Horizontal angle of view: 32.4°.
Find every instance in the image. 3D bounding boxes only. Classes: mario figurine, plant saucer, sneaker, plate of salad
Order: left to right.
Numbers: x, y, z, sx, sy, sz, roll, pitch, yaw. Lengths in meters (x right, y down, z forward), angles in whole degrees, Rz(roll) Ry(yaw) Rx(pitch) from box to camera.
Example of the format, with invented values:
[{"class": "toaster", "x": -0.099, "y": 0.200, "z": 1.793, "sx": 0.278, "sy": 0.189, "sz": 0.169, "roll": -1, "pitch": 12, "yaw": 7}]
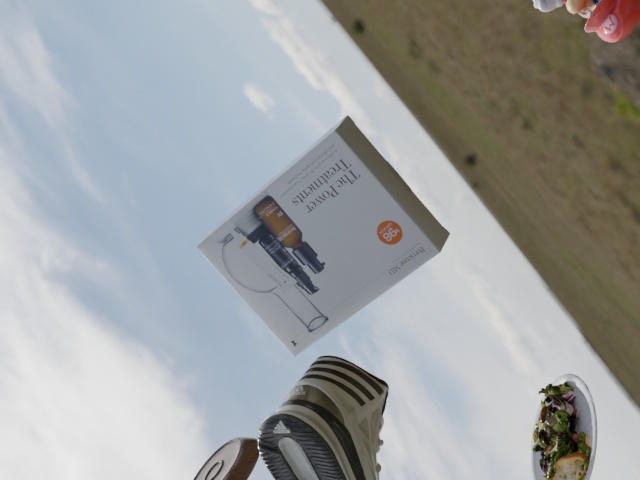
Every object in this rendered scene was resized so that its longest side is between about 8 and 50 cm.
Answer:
[{"class": "plant saucer", "x": -0.161, "y": 0.375, "z": 1.752, "sx": 0.029, "sy": 0.168, "sz": 0.168, "roll": 41, "pitch": -169, "yaw": -15}, {"class": "sneaker", "x": 0.075, "y": 0.375, "z": 1.731, "sx": 0.257, "sy": 0.169, "sz": 0.447, "roll": -52, "pitch": -51, "yaw": -48}, {"class": "plate of salad", "x": 0.338, "y": 0.289, "z": 1.581, "sx": 0.048, "sy": 0.200, "sz": 0.200, "roll": 10, "pitch": -158, "yaw": -13}, {"class": "mario figurine", "x": 0.462, "y": -0.486, "z": 2.008, "sx": 0.198, "sy": 0.170, "sz": 0.320, "roll": 37, "pitch": -158, "yaw": -56}]

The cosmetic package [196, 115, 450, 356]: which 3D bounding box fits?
[{"class": "cosmetic package", "x": 0.000, "y": 0.000, "z": 2.003, "sx": 0.284, "sy": 0.377, "sz": 0.097, "roll": 47, "pitch": -151, "yaw": -8}]
